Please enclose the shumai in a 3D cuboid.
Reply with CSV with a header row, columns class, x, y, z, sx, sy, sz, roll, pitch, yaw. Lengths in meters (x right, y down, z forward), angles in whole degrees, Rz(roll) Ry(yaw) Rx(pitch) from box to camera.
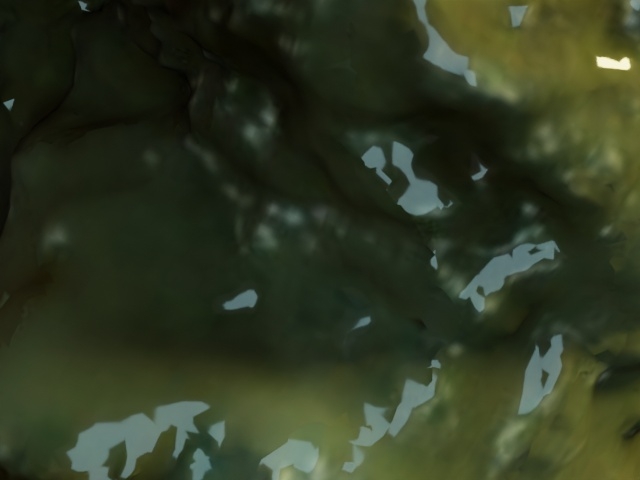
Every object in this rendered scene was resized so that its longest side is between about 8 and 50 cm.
class,x,y,z,sx,sy,sz,roll,pitch,yaw
shumai,0.000,0.000,0.699,0.397,0.324,0.323,27,88,-45
